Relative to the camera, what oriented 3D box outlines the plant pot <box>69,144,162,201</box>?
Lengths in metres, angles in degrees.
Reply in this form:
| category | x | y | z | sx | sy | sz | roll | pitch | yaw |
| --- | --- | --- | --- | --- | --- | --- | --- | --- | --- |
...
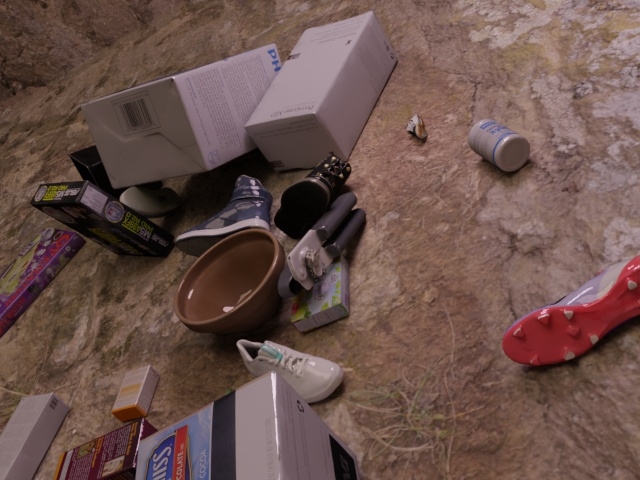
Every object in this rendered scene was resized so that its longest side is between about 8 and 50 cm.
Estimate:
| category | x | y | z | sx | sy | sz | roll | pitch | yaw |
| --- | --- | --- | --- | --- | --- | --- | --- | --- | --- |
| plant pot | -0.549 | -0.180 | 2.163 | 0.167 | 0.187 | 0.188 | -34 | 31 | -20 |

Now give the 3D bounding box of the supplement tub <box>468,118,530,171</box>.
| category | x | y | z | sx | sy | sz | roll | pitch | yaw |
| --- | --- | --- | --- | --- | --- | --- | --- | --- | --- |
| supplement tub | 0.324 | -0.174 | 1.436 | 0.071 | 0.071 | 0.107 | -38 | 34 | -2 |

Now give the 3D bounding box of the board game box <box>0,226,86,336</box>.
| category | x | y | z | sx | sy | sz | roll | pitch | yaw |
| --- | --- | --- | --- | --- | --- | --- | --- | --- | --- |
| board game box | -0.813 | 0.108 | 2.160 | 0.208 | 0.056 | 0.346 | 10 | 54 | 43 |

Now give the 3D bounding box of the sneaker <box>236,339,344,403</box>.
| category | x | y | z | sx | sy | sz | roll | pitch | yaw |
| --- | --- | --- | --- | --- | --- | --- | --- | --- | --- |
| sneaker | -0.060 | 0.205 | 1.300 | 0.212 | 0.094 | 0.080 | 1 | 47 | 43 |

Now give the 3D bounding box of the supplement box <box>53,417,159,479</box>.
| category | x | y | z | sx | sy | sz | roll | pitch | yaw |
| --- | --- | --- | --- | --- | --- | --- | --- | --- | --- |
| supplement box | -0.360 | 0.395 | 1.351 | 0.188 | 0.081 | 0.104 | -25 | 34 | 17 |

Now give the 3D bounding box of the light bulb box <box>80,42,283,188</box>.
| category | x | y | z | sx | sy | sz | roll | pitch | yaw |
| --- | --- | --- | --- | --- | --- | --- | --- | --- | --- |
| light bulb box | -0.307 | -0.302 | 1.924 | 0.358 | 0.225 | 0.361 | -5 | 20 | 39 |

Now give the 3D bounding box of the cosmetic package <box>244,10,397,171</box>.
| category | x | y | z | sx | sy | sz | roll | pitch | yaw |
| --- | --- | --- | --- | --- | --- | --- | --- | --- | --- |
| cosmetic package | 0.009 | -0.351 | 1.868 | 0.217 | 0.156 | 0.385 | -6 | 43 | 35 |

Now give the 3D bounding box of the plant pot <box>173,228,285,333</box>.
| category | x | y | z | sx | sy | sz | roll | pitch | yaw |
| --- | --- | --- | --- | --- | --- | --- | --- | --- | --- |
| plant pot | -0.153 | 0.099 | 1.502 | 0.237 | 0.109 | 0.237 | -25 | 34 | 18 |

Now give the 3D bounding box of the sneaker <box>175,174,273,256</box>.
| category | x | y | z | sx | sy | sz | roll | pitch | yaw |
| --- | --- | --- | --- | --- | --- | --- | --- | --- | --- |
| sneaker | -0.208 | -0.054 | 1.749 | 0.226 | 0.086 | 0.163 | -12 | 50 | 18 |

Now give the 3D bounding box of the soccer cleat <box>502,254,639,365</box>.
| category | x | y | z | sx | sy | sz | roll | pitch | yaw |
| --- | --- | --- | --- | --- | --- | --- | --- | --- | --- |
| soccer cleat | 0.364 | 0.094 | 1.078 | 0.248 | 0.083 | 0.095 | -32 | 3 | 16 |

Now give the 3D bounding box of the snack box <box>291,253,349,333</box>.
| category | x | y | z | sx | sy | sz | roll | pitch | yaw |
| --- | --- | --- | --- | --- | --- | --- | --- | --- | --- |
| snack box | 0.001 | 0.094 | 1.431 | 0.100 | 0.037 | 0.141 | -23 | 34 | 18 |

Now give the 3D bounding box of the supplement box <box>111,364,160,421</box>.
| category | x | y | z | sx | sy | sz | roll | pitch | yaw |
| --- | --- | --- | --- | --- | --- | --- | --- | --- | --- |
| supplement box | -0.353 | 0.293 | 1.512 | 0.062 | 0.036 | 0.098 | -19 | 37 | 26 |

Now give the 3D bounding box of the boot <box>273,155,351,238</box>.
| category | x | y | z | sx | sy | sz | roll | pitch | yaw |
| --- | --- | --- | --- | --- | --- | --- | --- | --- | --- |
| boot | -0.001 | -0.113 | 1.580 | 0.178 | 0.085 | 0.236 | -51 | 1 | -27 |

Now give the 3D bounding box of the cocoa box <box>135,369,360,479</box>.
| category | x | y | z | sx | sy | sz | roll | pitch | yaw |
| --- | --- | --- | --- | --- | --- | --- | --- | --- | --- |
| cocoa box | -0.081 | 0.386 | 0.967 | 0.228 | 0.231 | 0.347 | -29 | 33 | 13 |

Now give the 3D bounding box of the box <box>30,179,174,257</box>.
| category | x | y | z | sx | sy | sz | roll | pitch | yaw |
| --- | --- | --- | --- | --- | --- | --- | --- | --- | --- |
| box | -0.511 | -0.046 | 1.862 | 0.216 | 0.270 | 0.060 | 1 | 63 | 42 |

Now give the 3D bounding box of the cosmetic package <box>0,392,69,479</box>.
| category | x | y | z | sx | sy | sz | roll | pitch | yaw |
| --- | --- | --- | --- | --- | --- | --- | --- | --- | --- |
| cosmetic package | -0.596 | 0.419 | 1.558 | 0.099 | 0.060 | 0.239 | -11 | 40 | 30 |

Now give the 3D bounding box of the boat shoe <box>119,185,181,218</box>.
| category | x | y | z | sx | sy | sz | roll | pitch | yaw |
| --- | --- | --- | --- | --- | --- | --- | --- | --- | --- |
| boat shoe | -0.428 | -0.081 | 1.941 | 0.081 | 0.079 | 0.227 | -39 | -9 | 20 |

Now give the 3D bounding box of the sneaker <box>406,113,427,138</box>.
| category | x | y | z | sx | sy | sz | roll | pitch | yaw |
| --- | --- | --- | --- | --- | --- | --- | --- | --- | --- |
| sneaker | 0.201 | -0.231 | 1.664 | 0.037 | 0.032 | 0.083 | -38 | 25 | 24 |

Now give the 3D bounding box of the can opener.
| category | x | y | z | sx | sy | sz | roll | pitch | yaw |
| --- | --- | --- | --- | --- | --- | --- | --- | --- | --- |
| can opener | 0.000 | 0.000 | 1.452 | 0.093 | 0.074 | 0.280 | -17 | 21 | 36 |
